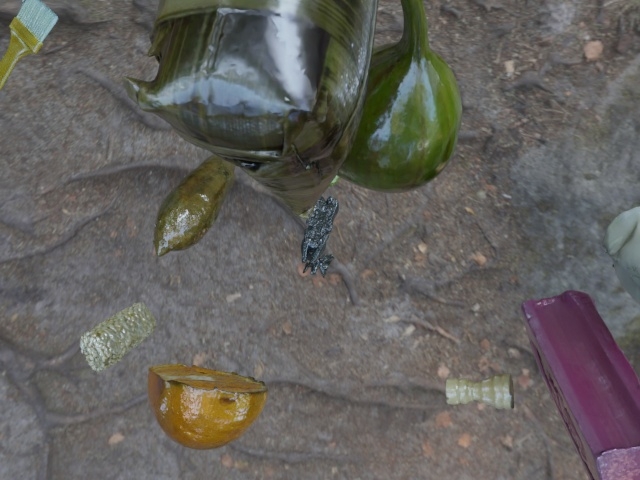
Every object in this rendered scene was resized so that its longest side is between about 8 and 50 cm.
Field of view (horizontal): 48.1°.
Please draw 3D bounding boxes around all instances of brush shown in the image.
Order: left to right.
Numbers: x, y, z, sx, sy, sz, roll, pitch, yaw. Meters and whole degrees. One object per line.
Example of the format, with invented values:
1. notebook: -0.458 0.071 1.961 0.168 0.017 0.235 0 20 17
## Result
1. brush: -0.444 -0.243 1.013 0.218 0.082 0.010 -53 151 13

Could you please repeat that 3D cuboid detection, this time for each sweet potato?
1. sweet potato: -0.286 -0.113 1.723 0.130 0.423 0.131 10 132 11

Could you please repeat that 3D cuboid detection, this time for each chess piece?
1. chess piece: 0.298 0.284 1.348 0.122 0.066 0.066 -6 110 19

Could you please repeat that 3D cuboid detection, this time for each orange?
1. orange: -0.261 0.350 1.637 0.274 0.274 0.310 33 134 -17

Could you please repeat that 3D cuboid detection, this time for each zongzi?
1. zongzi: -0.012 -0.165 0.531 0.134 0.288 0.286 11 80 13

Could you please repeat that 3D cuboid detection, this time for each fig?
1. fig: 0.074 -0.159 0.665 0.151 0.151 0.259 2 139 -9

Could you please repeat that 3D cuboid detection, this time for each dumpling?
1. dumpling: 0.550 0.032 1.113 0.172 0.247 0.142 -46 141 16

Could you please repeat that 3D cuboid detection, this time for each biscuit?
1. biscuit: -0.386 0.183 1.379 0.070 0.168 0.082 -29 94 31

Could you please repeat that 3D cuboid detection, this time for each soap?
1. soap: 0.464 0.269 1.192 0.128 0.360 0.233 -20 122 8

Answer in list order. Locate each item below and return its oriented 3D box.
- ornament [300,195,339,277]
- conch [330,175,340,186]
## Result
1. ornament: 0.000 0.000 1.959 0.080 0.236 0.202 15 74 10
2. conch: 0.017 -0.181 1.886 0.074 0.121 0.089 9 82 -1
